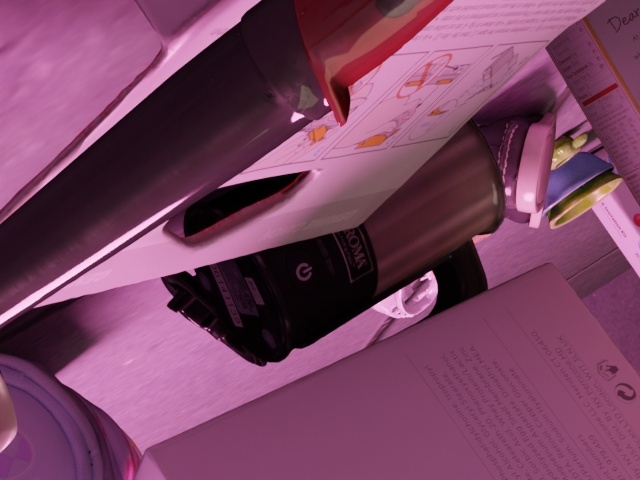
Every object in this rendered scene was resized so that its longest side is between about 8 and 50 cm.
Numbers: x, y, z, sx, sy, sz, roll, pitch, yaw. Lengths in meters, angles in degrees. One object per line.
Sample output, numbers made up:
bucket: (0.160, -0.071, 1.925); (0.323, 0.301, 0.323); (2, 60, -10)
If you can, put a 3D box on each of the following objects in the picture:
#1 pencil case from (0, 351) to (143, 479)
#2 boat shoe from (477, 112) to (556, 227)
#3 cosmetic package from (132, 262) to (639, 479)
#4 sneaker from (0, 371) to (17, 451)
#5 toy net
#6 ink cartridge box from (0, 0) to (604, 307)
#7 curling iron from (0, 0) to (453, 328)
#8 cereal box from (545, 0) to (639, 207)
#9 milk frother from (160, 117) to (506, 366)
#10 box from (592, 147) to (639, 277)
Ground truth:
pencil case: (-0.146, 0.126, 0.896); (0.113, 0.124, 0.273); (-9, 171, -1)
boat shoe: (0.112, -0.049, 1.167); (0.065, 0.075, 0.206); (8, -178, 8)
cosmetic package: (0.022, 0.153, 0.852); (0.225, 0.138, 0.224); (-24, 157, -31)
sneaker: (-0.149, 0.040, 0.581); (0.064, 0.086, 0.192); (-35, 170, 9)
toy net: (0.121, 0.001, 1.418); (0.232, 0.045, 0.122); (-35, 171, 10)
ink cartridge box: (0.019, -0.087, 0.572); (0.261, 0.066, 0.296); (-39, 169, 26)
curling iron: (0.008, -0.048, 0.437); (0.274, 0.035, 0.068); (-37, 169, 12)
cereal box: (0.201, -0.063, 0.774); (0.173, 0.240, 0.047); (-30, 179, -20)
milk frother: (0.000, 0.000, 0.917); (0.135, 0.129, 0.143); (-29, -147, -24)
box: (0.317, -0.015, 1.565); (0.145, 0.186, 0.038); (-28, 169, -31)
